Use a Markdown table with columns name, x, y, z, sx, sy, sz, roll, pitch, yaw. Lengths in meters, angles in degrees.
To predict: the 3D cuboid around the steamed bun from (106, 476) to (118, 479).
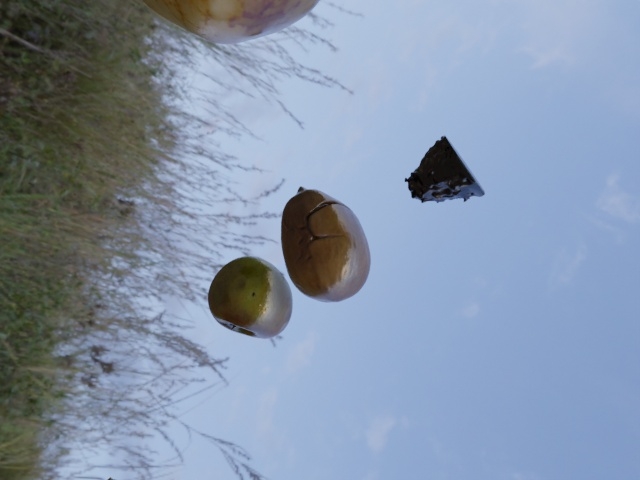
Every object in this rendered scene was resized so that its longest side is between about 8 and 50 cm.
| name | x | y | z | sx | sy | sz | roll | pitch | yaw |
| --- | --- | --- | --- | --- | --- | --- | --- | --- | --- |
| steamed bun | -0.314 | 0.495 | 0.943 | 0.295 | 0.292 | 0.137 | -119 | -147 | -43 |

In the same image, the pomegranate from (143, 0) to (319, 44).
| name | x | y | z | sx | sy | sz | roll | pitch | yaw |
| --- | --- | --- | --- | --- | --- | --- | --- | --- | --- |
| pomegranate | -0.082 | -0.308 | 0.546 | 0.248 | 0.248 | 0.248 | -21 | -123 | 38 |

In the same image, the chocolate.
| name | x | y | z | sx | sy | sz | roll | pitch | yaw |
| --- | --- | --- | --- | --- | --- | --- | --- | --- | --- |
| chocolate | 0.251 | -0.125 | 1.251 | 0.133 | 0.156 | 0.156 | -35 | -130 | 19 |

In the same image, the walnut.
| name | x | y | z | sx | sy | sz | roll | pitch | yaw |
| --- | --- | --- | --- | --- | --- | --- | --- | --- | --- |
| walnut | 0.000 | 0.000 | 1.370 | 0.203 | 0.203 | 0.297 | -33 | -109 | 30 |

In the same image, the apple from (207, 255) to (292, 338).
| name | x | y | z | sx | sy | sz | roll | pitch | yaw |
| --- | --- | --- | --- | --- | --- | --- | --- | --- | --- |
| apple | -0.070 | 0.061 | 0.606 | 0.090 | 0.089 | 0.074 | 7 | -127 | 47 |
